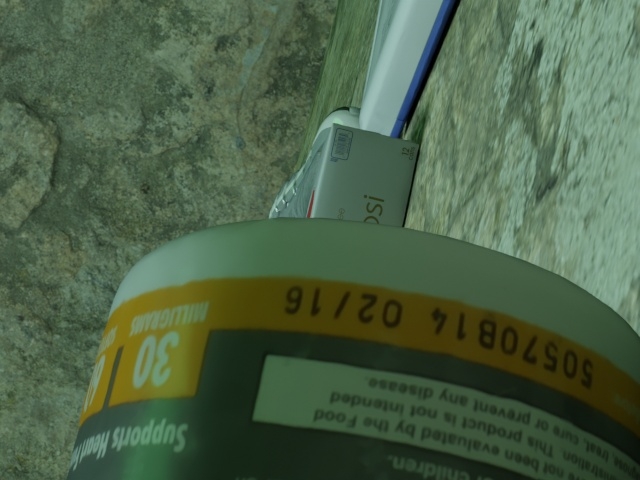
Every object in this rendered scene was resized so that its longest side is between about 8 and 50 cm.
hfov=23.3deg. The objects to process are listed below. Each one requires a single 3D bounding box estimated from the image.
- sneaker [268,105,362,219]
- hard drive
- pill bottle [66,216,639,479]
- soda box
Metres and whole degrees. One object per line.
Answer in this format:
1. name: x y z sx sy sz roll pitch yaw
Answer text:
1. sneaker: 0.000 0.000 1.336 0.228 0.086 0.132 110 170 -51
2. hard drive: 0.093 -0.250 1.181 0.318 0.040 0.210 110 172 -58
3. pill bottle: -0.005 0.147 0.396 0.162 0.162 0.278 113 170 -66
4. soda box: 0.014 0.029 1.143 0.074 0.069 0.216 119 165 -74
